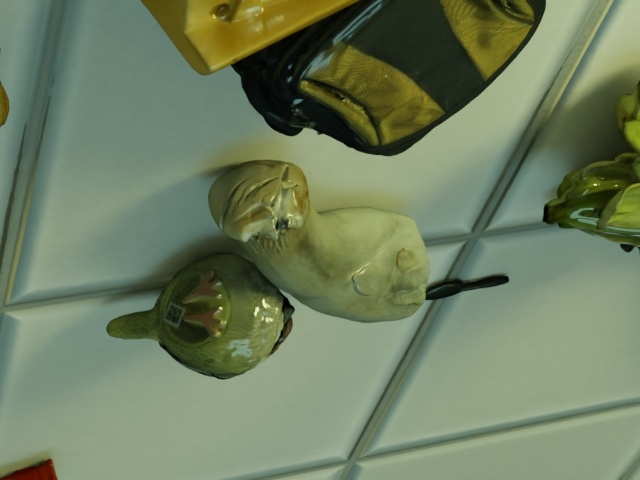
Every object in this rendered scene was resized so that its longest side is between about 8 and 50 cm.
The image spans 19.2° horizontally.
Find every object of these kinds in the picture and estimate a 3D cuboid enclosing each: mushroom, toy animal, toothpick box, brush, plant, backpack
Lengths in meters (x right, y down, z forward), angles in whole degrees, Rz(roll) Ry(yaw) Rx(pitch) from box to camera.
[{"bbox_3d":[-0.004,0.002,1.387,0.092,0.081,0.223,-40,145,19],"label":"mushroom"},{"bbox_3d":[-0.085,0.062,1.434,0.137,0.098,0.098,-12,156,24],"label":"toy animal"},{"bbox_3d":[-0.265,0.221,1.624,0.083,0.047,0.047,-15,151,-10],"label":"toothpick box"},{"bbox_3d":[0.124,0.040,1.613,0.083,0.008,0.024,-10,148,-21],"label":"brush"},{"bbox_3d":[0.325,-0.011,1.483,0.306,0.297,0.261,-26,-174,-25],"label":"plant"},{"bbox_3d":[0.048,-0.138,1.148,0.206,0.133,0.258,-36,155,9],"label":"backpack"}]

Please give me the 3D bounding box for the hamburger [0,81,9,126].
[{"bbox_3d":[-0.249,-0.114,0.986,0.159,0.131,0.185,-21,146,18],"label":"hamburger"}]

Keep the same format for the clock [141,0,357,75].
[{"bbox_3d":[0.041,-0.246,0.901,0.317,0.200,0.244,-20,155,-20],"label":"clock"}]
